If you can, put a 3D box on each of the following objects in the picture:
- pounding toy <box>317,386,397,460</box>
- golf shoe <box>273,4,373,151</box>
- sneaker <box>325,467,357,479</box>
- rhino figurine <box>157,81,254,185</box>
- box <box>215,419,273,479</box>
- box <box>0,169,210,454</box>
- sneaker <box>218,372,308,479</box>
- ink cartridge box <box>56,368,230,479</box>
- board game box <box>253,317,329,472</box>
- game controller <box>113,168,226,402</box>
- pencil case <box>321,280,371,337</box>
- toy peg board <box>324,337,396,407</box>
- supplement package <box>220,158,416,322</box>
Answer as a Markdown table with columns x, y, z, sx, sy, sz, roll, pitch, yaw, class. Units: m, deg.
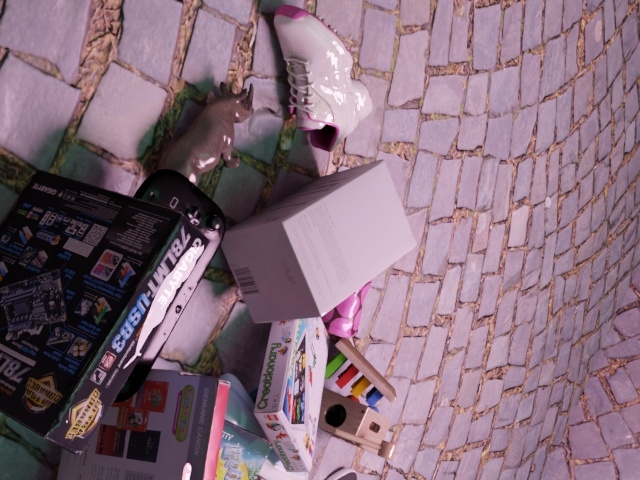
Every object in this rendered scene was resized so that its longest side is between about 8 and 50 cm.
| x | y | z | sx | sy | sz | roll | pitch | yaw | class |
| --- | --- | --- | --- | --- | --- | --- | --- | --- | --- |
| 0.083 | 0.381 | 1.870 | 0.181 | 0.206 | 0.094 | 42 | 70 | -53 | pounding toy |
| -0.008 | -0.272 | 1.545 | 0.140 | 0.115 | 0.306 | -57 | 142 | -15 | golf shoe |
| 0.032 | 0.637 | 1.965 | 0.296 | 0.147 | 0.105 | -45 | 135 | -36 | sneaker |
| -0.168 | -0.162 | 1.402 | 0.243 | 0.073 | 0.106 | -57 | 145 | -24 | rhino figurine |
| -0.215 | 0.360 | 1.479 | 0.233 | 0.044 | 0.159 | 31 | 79 | -20 | box |
| -0.323 | 0.071 | 1.093 | 0.293 | 0.295 | 0.073 | -62 | 142 | -16 | box |
| -0.100 | 0.360 | 1.670 | 0.150 | 0.135 | 0.366 | -57 | 143 | -13 | sneaker |
| -0.240 | 0.346 | 1.287 | 0.130 | 0.271 | 0.310 | 28 | 66 | -55 | ink cartridge box |
| -0.046 | 0.244 | 1.649 | 0.305 | 0.053 | 0.193 | -80 | 157 | -44 | board game box |
| -0.249 | 0.061 | 1.233 | 0.319 | 0.067 | 0.166 | -63 | 145 | -16 | game controller |
| 0.066 | 0.092 | 1.827 | 0.209 | 0.095 | 0.098 | -72 | 162 | 3 | pencil case |
| 0.073 | 0.285 | 1.837 | 0.079 | 0.160 | 0.161 | -44 | 175 | 1 | toy peg board |
| 0.000 | 0.000 | 1.574 | 0.293 | 0.175 | 0.178 | -32 | 105 | -43 | supplement package |
